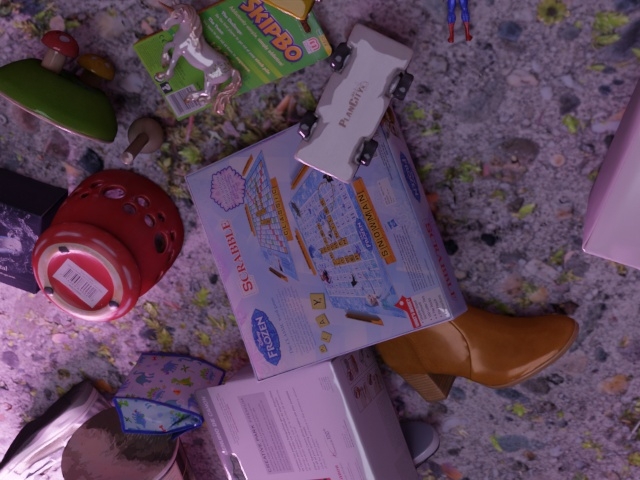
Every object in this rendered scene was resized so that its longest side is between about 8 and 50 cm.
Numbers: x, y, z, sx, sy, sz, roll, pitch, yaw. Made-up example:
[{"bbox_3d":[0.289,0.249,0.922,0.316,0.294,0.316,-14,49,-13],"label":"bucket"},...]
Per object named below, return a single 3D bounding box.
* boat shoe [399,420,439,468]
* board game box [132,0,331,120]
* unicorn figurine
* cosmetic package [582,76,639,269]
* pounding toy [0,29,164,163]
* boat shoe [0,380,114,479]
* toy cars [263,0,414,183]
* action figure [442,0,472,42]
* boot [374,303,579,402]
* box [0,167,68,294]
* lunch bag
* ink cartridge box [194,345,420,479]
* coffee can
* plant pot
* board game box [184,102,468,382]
[{"bbox_3d":[0.117,0.374,1.618,0.228,0.080,0.076,-36,126,27],"label":"boat shoe"},{"bbox_3d":[-0.117,-0.260,1.308,0.259,0.039,0.124,-17,116,29],"label":"board game box"},{"bbox_3d":[-0.170,-0.245,1.286,0.162,0.060,0.111,31,126,-23],"label":"unicorn figurine"},{"bbox_3d":[0.462,-0.136,1.137,0.197,0.155,0.365,20,126,5],"label":"cosmetic package"},{"bbox_3d":[-0.322,-0.211,1.343,0.237,0.183,0.110,28,99,-2],"label":"pounding toy"},{"bbox_3d":[-0.492,0.378,1.780,0.103,0.118,0.320,42,114,-16],"label":"boat shoe"},{"bbox_3d":[0.017,-0.271,1.199,0.176,0.087,0.393,-13,103,12],"label":"toy cars"},{"bbox_3d":[0.167,-0.304,1.197,0.038,0.030,0.115,-1,116,12],"label":"action figure"},{"bbox_3d":[0.197,0.117,1.409,0.295,0.104,0.211,-27,111,34],"label":"boot"},{"bbox_3d":[-0.495,-0.021,1.540,0.156,0.093,0.158,19,124,5],"label":"box"},{"bbox_3d":[-0.245,0.257,1.617,0.151,0.129,0.096,-2,122,16],"label":"lunch bag"},{"bbox_3d":[-0.016,0.325,1.539,0.272,0.130,0.309,-15,100,31],"label":"ink cartridge box"},{"bbox_3d":[-0.309,0.448,1.691,0.202,0.201,0.275,1,130,16],"label":"coffee can"},{"bbox_3d":[-0.321,0.013,1.461,0.191,0.174,0.191,7,121,11],"label":"plant pot"},{"bbox_3d":[0.000,0.000,1.341,0.318,0.066,0.318,-21,87,27],"label":"board game box"}]
